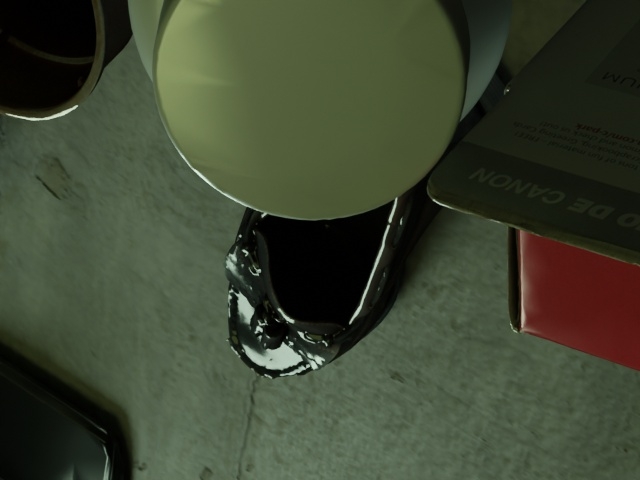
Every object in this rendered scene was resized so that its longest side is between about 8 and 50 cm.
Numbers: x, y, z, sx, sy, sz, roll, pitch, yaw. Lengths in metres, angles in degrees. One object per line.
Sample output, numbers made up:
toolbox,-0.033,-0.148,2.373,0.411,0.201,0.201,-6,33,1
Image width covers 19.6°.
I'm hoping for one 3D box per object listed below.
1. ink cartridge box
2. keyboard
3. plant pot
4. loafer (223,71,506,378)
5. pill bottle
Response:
ink cartridge box,0.233,-0.005,0.684,0.309,0.272,0.130,19,135,30
keyboard,-0.286,0.138,1.463,0.317,0.033,0.202,31,135,18
plant pot,-0.126,-0.173,0.936,0.167,0.165,0.167,23,136,24
loafer,0.000,0.000,1.034,0.109,0.095,0.302,42,141,4
pill bottle,0.002,-0.119,0.763,0.152,0.272,0.152,1,120,2
